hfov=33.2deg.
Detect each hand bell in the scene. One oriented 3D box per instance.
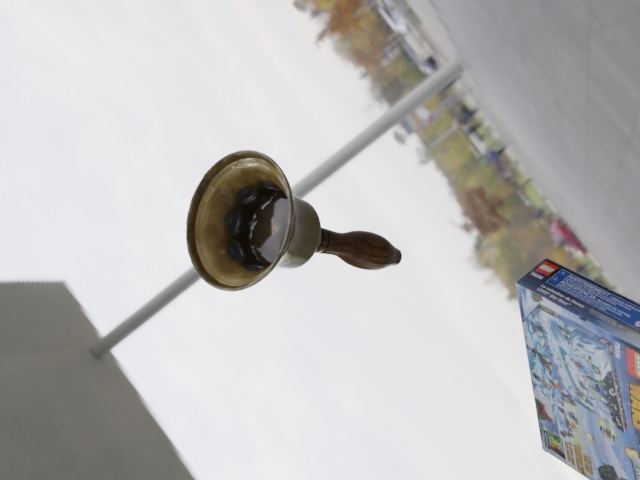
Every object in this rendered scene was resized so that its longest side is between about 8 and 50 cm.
[{"bbox_3d":[0.000,0.000,1.028,0.242,0.126,0.126,14,-143,-51],"label":"hand bell"}]

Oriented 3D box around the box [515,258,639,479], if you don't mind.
[{"bbox_3d":[0.154,0.083,0.568,0.094,0.027,0.137,32,148,44],"label":"box"}]
